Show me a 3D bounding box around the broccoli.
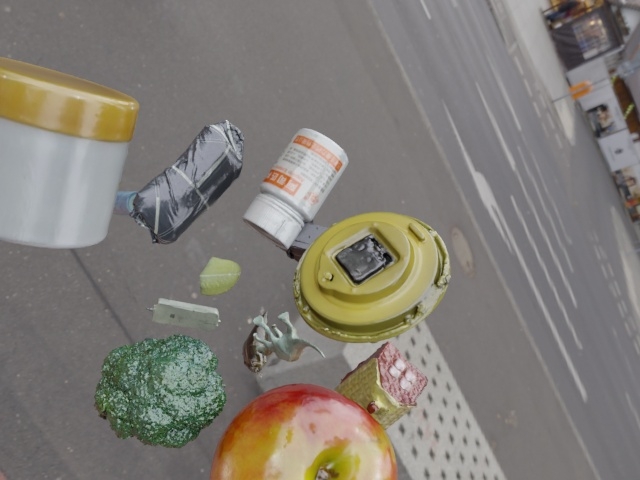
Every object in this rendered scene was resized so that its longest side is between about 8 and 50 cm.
[{"bbox_3d":[-0.333,0.316,1.236,0.270,0.270,0.270,9,51,-12],"label":"broccoli"}]

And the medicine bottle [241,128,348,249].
[{"bbox_3d":[-0.056,-0.114,1.317,0.144,0.144,0.252,38,79,-42],"label":"medicine bottle"}]

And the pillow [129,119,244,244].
[{"bbox_3d":[-0.296,-0.138,1.373,0.335,0.092,0.161,-48,139,-22],"label":"pillow"}]

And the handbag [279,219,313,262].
[{"bbox_3d":[-0.078,-0.050,1.567,0.089,0.254,0.211,-11,111,-25],"label":"handbag"}]

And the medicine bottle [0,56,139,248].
[{"bbox_3d":[-0.417,-0.133,0.880,0.238,0.238,0.232,-4,116,-60],"label":"medicine bottle"}]

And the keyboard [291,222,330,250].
[{"bbox_3d":[0.000,0.000,1.440,0.023,0.231,0.072,139,-35,-79],"label":"keyboard"}]

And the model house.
[{"bbox_3d":[0.121,0.381,1.406,0.160,0.196,0.254,50,21,10],"label":"model house"}]

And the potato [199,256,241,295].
[{"bbox_3d":[-0.288,0.111,1.768,0.149,0.120,0.081,-80,169,-69],"label":"potato"}]

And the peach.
[{"bbox_3d":[-0.040,0.470,1.173,0.388,0.388,0.388,38,41,-43],"label":"peach"}]

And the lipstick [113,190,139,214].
[{"bbox_3d":[-0.524,-0.096,1.515,0.068,0.274,0.061,15,84,-39],"label":"lipstick"}]

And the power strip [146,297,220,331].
[{"bbox_3d":[-0.415,0.225,1.781,0.227,0.080,0.029,14,30,-21],"label":"power strip"}]

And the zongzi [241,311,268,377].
[{"bbox_3d":[-0.213,0.359,2.068,0.084,0.184,0.187,20,6,-16],"label":"zongzi"}]

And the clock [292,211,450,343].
[{"bbox_3d":[0.065,0.035,0.836,0.057,0.237,0.237,67,22,-46],"label":"clock"}]

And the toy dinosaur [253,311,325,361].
[{"bbox_3d":[-0.104,0.315,1.854,0.092,0.393,0.205,-45,121,-37],"label":"toy dinosaur"}]
